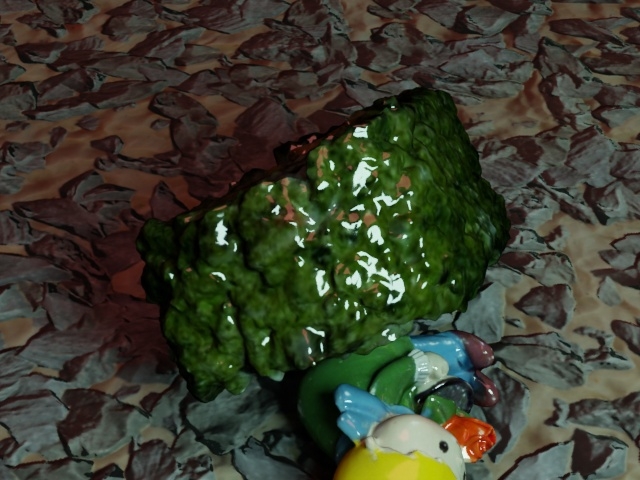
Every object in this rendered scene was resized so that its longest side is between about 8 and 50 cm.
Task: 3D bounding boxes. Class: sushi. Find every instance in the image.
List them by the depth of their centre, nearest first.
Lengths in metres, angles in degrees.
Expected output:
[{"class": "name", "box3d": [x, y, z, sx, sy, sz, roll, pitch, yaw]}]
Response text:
[{"class": "sushi", "box3d": [0.000, 0.000, 1.196, 0.294, 0.178, 0.352, -23, 5, 20]}]

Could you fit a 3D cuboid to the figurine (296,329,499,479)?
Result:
[{"class": "figurine", "box3d": [0.084, 0.173, 1.112, 0.185, 0.127, 0.234, -8, 27, -14]}]
